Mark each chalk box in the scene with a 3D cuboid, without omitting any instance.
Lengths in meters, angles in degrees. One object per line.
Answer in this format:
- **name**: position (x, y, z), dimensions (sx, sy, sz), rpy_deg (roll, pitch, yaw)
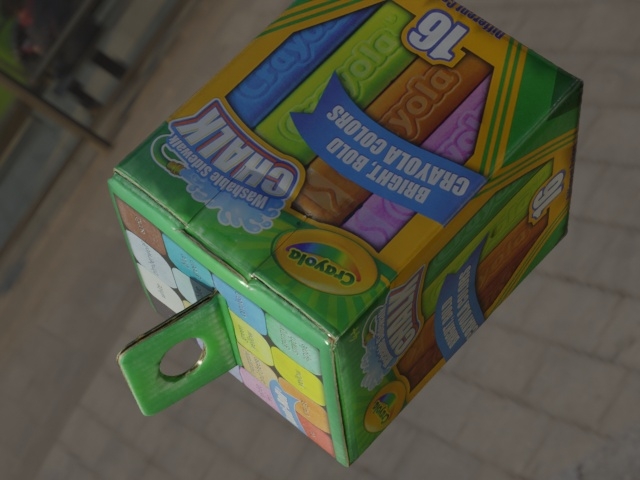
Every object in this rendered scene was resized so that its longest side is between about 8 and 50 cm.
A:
- **chalk box**: position (0.000, 0.000, 0.953), dimensions (0.179, 0.180, 0.289), rpy_deg (36, 70, 22)
